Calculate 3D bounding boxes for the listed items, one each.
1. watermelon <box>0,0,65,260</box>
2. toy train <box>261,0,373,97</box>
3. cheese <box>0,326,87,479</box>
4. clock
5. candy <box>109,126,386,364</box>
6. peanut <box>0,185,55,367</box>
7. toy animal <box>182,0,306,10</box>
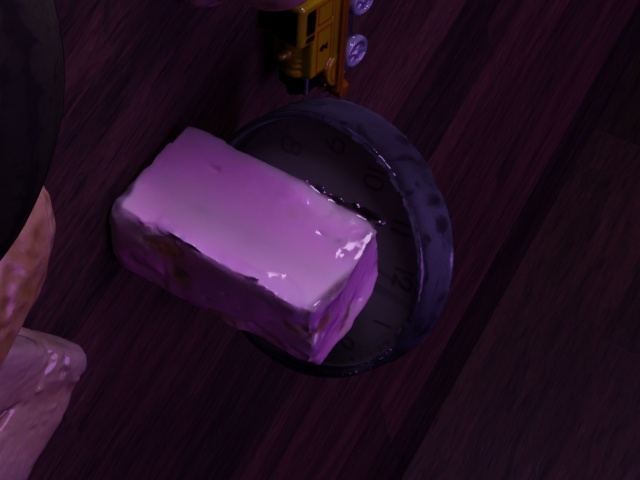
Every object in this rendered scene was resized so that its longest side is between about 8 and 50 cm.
[{"bbox_3d":[-0.289,-0.107,0.865,0.279,0.279,0.359,-43,151,-48],"label":"watermelon"},{"bbox_3d":[-0.010,-0.249,1.732,0.127,0.089,0.219,-38,149,-34],"label":"toy train"},{"bbox_3d":[-0.325,0.150,1.365,0.159,0.093,0.263,-69,160,0],"label":"cheese"},{"bbox_3d":[0.000,0.000,1.699,0.067,0.325,0.325,-22,134,-51],"label":"clock"},{"bbox_3d":[-0.077,0.002,1.578,0.155,0.265,0.116,-54,162,-30],"label":"candy"},{"bbox_3d":[-0.325,0.068,1.185,0.325,0.140,0.153,-57,132,-22],"label":"peanut"},{"bbox_3d":[-0.052,-0.327,1.425,0.250,0.166,0.154,96,-15,-52],"label":"toy animal"}]
